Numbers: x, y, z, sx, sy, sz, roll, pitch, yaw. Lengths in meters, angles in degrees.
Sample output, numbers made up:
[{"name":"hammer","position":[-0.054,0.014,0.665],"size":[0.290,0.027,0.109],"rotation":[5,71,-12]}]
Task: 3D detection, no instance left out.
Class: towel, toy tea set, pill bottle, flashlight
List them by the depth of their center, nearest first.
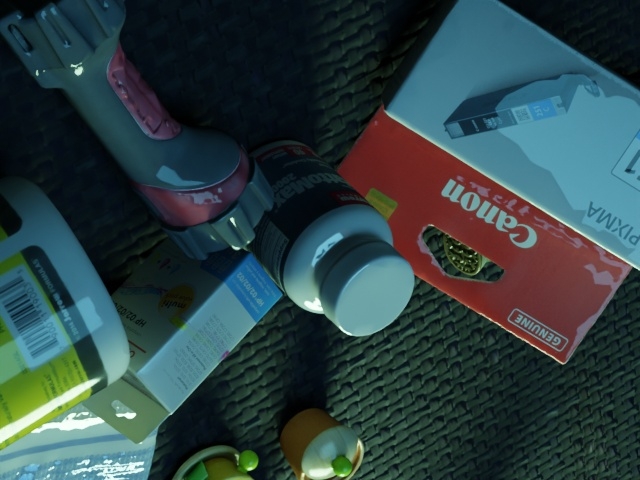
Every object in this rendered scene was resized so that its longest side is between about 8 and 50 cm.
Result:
[{"name":"pill bottle","position":[-0.331,0.104,1.497],"size":[0.334,0.188,0.188],"rotation":[-30,136,-15]},{"name":"flashlight","position":[-0.142,-0.111,1.549],"size":[0.103,0.103,0.304],"rotation":[-12,137,20]},{"name":"pill bottle","position":[0.000,0.000,1.681],"size":[0.108,0.180,0.108],"rotation":[-21,133,-25]},{"name":"towel","position":[-0.235,0.194,1.759],"size":[0.209,0.034,0.285],"rotation":[-6,125,-36]},{"name":"toy tea set","position":[-0.075,0.317,1.911],"size":[0.200,0.124,0.336],"rotation":[13,113,-43]}]

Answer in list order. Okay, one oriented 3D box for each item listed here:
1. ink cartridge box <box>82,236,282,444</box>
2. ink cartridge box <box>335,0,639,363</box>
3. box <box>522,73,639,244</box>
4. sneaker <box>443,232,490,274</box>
[{"name":"ink cartridge box","position":[-0.135,0.076,1.663],"size":[0.181,0.104,0.061],"rotation":[-47,130,-14]},{"name":"ink cartridge box","position":[0.181,-0.052,1.752],"size":[0.296,0.066,0.261],"rotation":[31,102,-10]},{"name":"box","position":[0.272,-0.081,1.883],"size":[0.233,0.044,0.159],"rotation":[-5,116,-49]},{"name":"sneaker","position":[0.164,-0.065,1.855],"size":[0.086,0.064,0.192],"rotation":[-30,133,-37]}]
